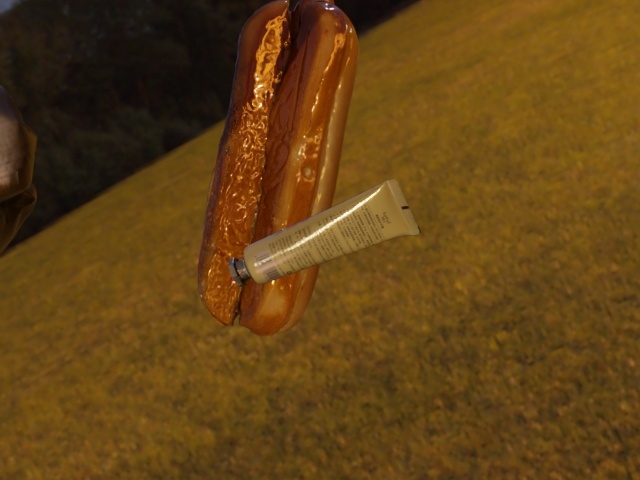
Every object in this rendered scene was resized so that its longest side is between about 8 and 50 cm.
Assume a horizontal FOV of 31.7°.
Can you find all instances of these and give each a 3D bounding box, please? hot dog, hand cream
[{"bbox_3d":[-0.025,-0.054,0.733,0.092,0.235,0.062,16,5,31],"label":"hot dog"},{"bbox_3d":[0.000,0.000,0.593,0.102,0.035,0.022,-22,21,14],"label":"hand cream"}]

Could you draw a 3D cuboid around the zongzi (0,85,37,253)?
[{"bbox_3d":[-0.296,-0.018,0.420,0.403,0.208,0.432,-45,-16,-24],"label":"zongzi"}]
